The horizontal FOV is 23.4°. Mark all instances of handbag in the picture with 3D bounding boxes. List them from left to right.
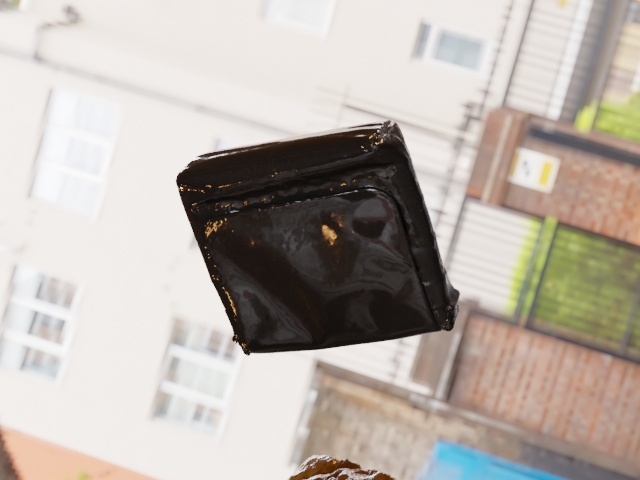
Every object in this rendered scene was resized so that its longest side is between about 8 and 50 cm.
[{"bbox_3d":[0.000,0.000,1.520,0.223,0.247,0.080,70,-153,-23],"label":"handbag"}]

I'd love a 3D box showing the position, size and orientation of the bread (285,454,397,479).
[{"bbox_3d":[0.028,0.360,1.707,0.179,0.194,0.340,-49,15,-16],"label":"bread"}]
